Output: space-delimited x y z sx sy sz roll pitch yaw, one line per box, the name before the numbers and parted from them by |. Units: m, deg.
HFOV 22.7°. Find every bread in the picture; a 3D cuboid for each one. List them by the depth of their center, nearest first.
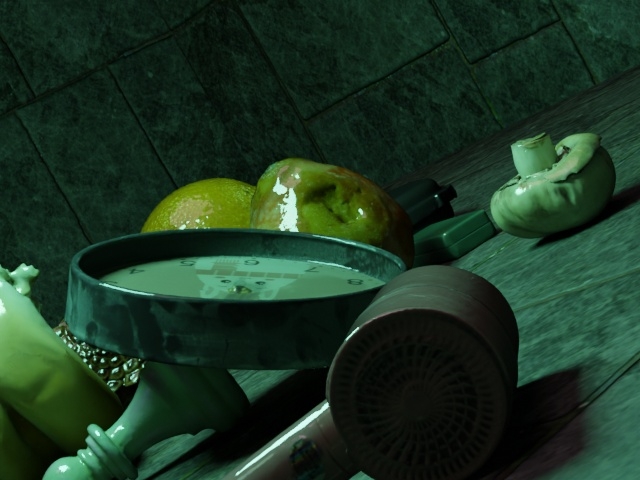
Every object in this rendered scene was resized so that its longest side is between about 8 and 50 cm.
bread | -0.415 0.184 2.009 0.245 0.329 0.424 -31 6 -19

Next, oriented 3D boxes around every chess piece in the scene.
chess piece | -0.218 0.223 1.774 0.272 0.139 0.139 -41 6 -9

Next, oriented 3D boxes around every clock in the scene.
clock | -0.088 0.057 1.747 0.386 0.076 0.386 2 11 0

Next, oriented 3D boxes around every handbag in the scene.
handbag | 0.096 -0.012 2.525 0.254 0.093 0.308 -29 4 -6

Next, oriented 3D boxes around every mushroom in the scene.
mushroom | 0.264 -0.067 1.837 0.154 0.122 0.154 -32 10 7

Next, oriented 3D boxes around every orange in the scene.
orange | -0.155 0.042 2.440 0.274 0.274 0.274 -30 4 2

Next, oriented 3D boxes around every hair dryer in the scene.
hair dryer | -0.011 0.155 1.173 0.352 0.125 0.210 -36 2 12

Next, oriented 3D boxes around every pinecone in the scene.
pinecone | -0.323 0.189 2.404 0.212 0.186 0.168 40 -108 -80

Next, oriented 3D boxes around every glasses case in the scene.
glasses case | 0.170 0.001 2.212 0.078 0.039 0.184 -31 4 -20

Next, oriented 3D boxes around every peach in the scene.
peach | 0.000 0.000 2.095 0.214 0.235 0.214 -39 1 1
